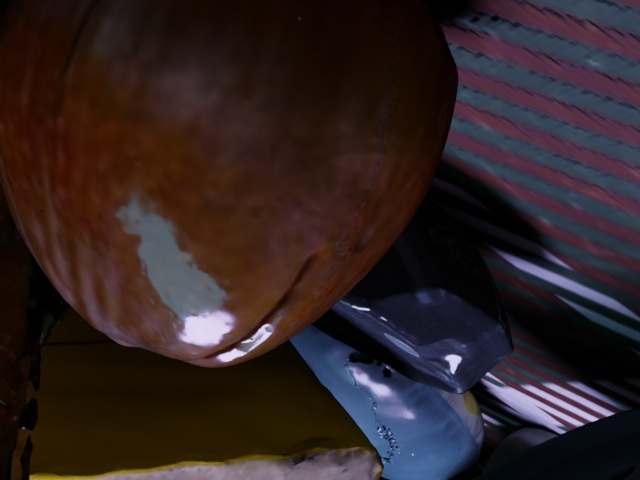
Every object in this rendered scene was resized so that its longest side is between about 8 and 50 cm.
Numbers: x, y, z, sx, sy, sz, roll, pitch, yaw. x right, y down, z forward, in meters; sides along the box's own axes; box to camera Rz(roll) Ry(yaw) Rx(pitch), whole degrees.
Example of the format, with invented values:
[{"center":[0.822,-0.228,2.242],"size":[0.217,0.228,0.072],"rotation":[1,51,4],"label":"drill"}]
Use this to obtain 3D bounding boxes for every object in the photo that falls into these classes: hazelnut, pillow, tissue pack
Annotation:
[{"center":[-0.039,-0.039,0.505],"size":[0.150,0.150,0.150],"rotation":[33,169,7],"label":"hazelnut"},{"center":[0.004,0.083,1.069],"size":[0.233,0.086,0.214],"rotation":[18,157,50],"label":"pillow"},{"center":[-0.161,0.127,0.875],"size":[0.228,0.293,0.382],"rotation":[-2,-150,-31],"label":"tissue pack"}]

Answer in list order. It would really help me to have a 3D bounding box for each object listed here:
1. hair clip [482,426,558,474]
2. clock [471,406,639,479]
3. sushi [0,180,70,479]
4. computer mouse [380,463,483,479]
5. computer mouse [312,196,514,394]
[{"center":[0.161,0.217,1.096],"size":[0.172,0.113,0.282],"rotation":[28,168,31],"label":"hair clip"},{"center":[0.112,0.154,0.734],"size":[0.094,0.223,0.274],"rotation":[62,171,-3],"label":"clock"},{"center":[-0.118,-0.034,0.630],"size":[0.140,0.149,0.287],"rotation":[25,-151,-22],"label":"sushi"},{"center":[0.041,0.221,1.221],"size":[0.269,0.100,0.170],"rotation":[22,-151,-38],"label":"computer mouse"},{"center":[0.000,-0.003,0.738],"size":[0.231,0.071,0.126],"rotation":[23,169,46],"label":"computer mouse"}]
